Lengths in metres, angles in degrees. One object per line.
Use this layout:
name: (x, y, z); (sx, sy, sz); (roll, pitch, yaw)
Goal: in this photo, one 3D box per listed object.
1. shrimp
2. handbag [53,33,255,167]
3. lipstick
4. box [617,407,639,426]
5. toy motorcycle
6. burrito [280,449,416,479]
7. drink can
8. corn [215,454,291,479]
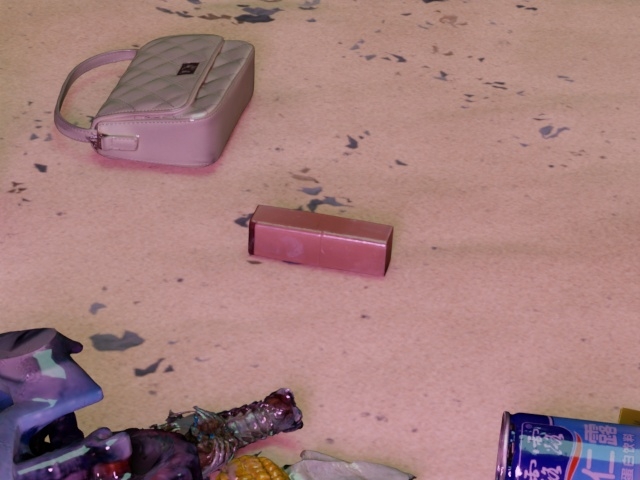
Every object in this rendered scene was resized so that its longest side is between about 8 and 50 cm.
shrimp: (-0.096, 0.179, 1.510); (0.174, 0.076, 0.082); (-16, 77, -36)
handbag: (-0.200, -0.171, 2.043); (0.219, 0.079, 0.256); (5, 30, 9)
lipstick: (0.000, 0.000, 1.810); (0.145, 0.045, 0.045); (9, 29, 10)
box: (0.337, 0.194, 1.554); (0.156, 0.022, 0.089); (10, 33, 9)
toy motorcycle: (-0.288, 0.175, 1.355); (0.416, 0.172, 0.232); (12, 28, 42)
burrito: (0.017, 0.209, 1.473); (0.118, 0.044, 0.074); (14, 31, 13)
drink can: (0.265, 0.202, 1.465); (0.235, 0.097, 0.097); (6, 32, 5)
corn: (-0.029, 0.254, 1.364); (0.080, 0.080, 0.238); (-8, 36, -18)
